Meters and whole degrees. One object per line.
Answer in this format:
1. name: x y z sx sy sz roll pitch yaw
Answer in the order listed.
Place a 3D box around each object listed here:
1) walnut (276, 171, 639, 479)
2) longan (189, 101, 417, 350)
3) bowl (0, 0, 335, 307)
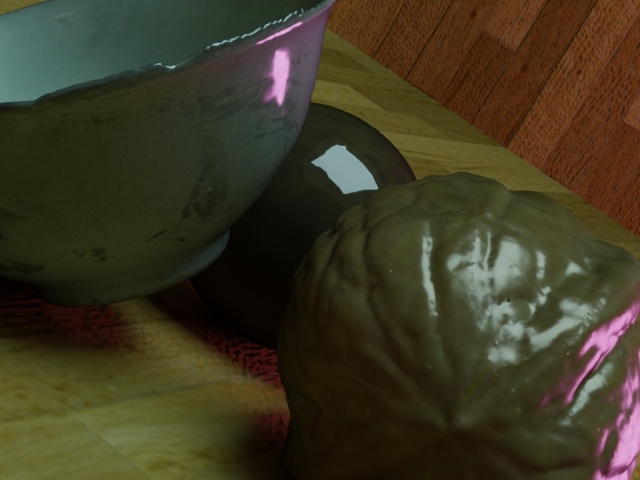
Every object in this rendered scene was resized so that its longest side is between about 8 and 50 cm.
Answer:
1. walnut: 0.078 0.073 1.054 0.225 0.225 0.261 32 11 3
2. longan: 0.000 0.000 1.247 0.204 0.159 0.185 36 5 8
3. bowl: -0.125 -0.049 1.089 0.313 0.146 0.313 -11 17 3
